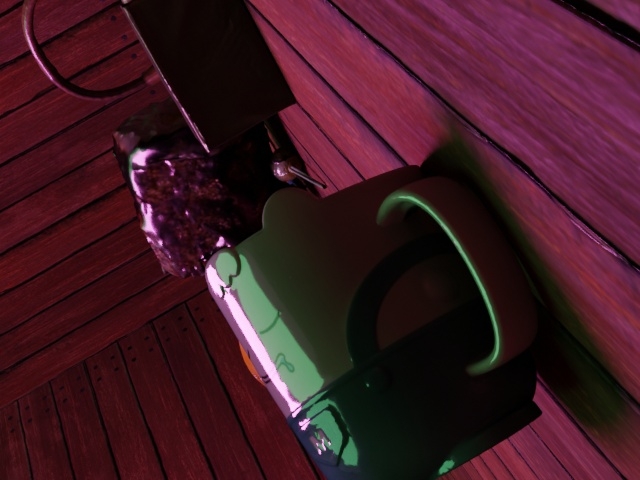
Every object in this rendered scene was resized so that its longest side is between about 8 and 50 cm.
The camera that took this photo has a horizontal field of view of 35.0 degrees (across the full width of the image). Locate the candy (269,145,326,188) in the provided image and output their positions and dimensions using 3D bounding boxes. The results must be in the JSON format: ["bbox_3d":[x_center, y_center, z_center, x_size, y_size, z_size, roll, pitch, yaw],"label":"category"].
[{"bbox_3d":[-0.034,-0.116,1.739,0.061,0.061,0.202,62,167,-26],"label":"candy"}]

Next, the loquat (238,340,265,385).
[{"bbox_3d":[0.004,0.137,1.547,0.263,0.263,0.263,59,176,7],"label":"loquat"}]

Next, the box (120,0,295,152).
[{"bbox_3d":[-0.165,-0.270,1.468,0.231,0.149,0.155,61,176,-17],"label":"box"}]

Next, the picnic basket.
[{"bbox_3d":[-0.346,-0.380,1.725,0.337,0.337,0.293,55,174,47],"label":"picnic basket"}]

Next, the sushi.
[{"bbox_3d":[-0.212,-0.127,1.880,0.299,0.281,0.294,-64,-41,-55],"label":"sushi"}]

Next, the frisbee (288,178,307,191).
[{"bbox_3d":[-0.005,0.002,2.103,0.289,0.049,0.289,59,175,8],"label":"frisbee"}]

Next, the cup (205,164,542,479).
[{"bbox_3d":[0.064,0.067,0.859,0.257,0.219,0.289,58,144,12],"label":"cup"}]
